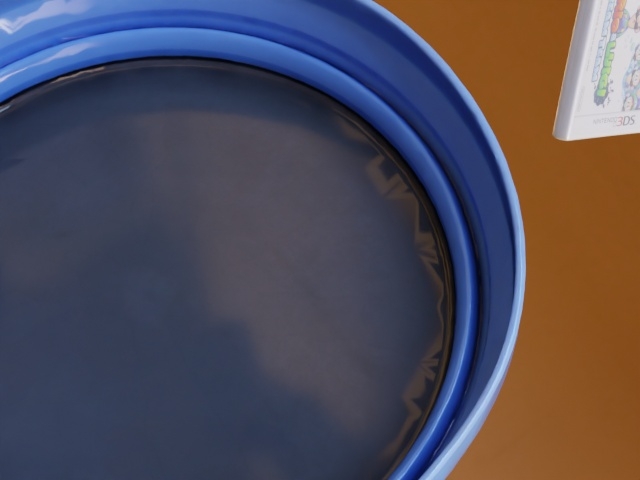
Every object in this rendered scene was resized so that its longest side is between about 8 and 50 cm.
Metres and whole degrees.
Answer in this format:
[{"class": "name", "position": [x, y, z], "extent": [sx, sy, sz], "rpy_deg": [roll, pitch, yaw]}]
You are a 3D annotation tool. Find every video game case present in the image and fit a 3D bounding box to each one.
[{"class": "video game case", "position": [0.250, -0.163, 1.198], "extent": [0.019, 0.143, 0.157], "rpy_deg": [23, -69, 38]}]

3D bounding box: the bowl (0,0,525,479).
[{"class": "bowl", "position": [-0.091, 0.018, 0.767], "extent": [0.391, 0.391, 0.077], "rpy_deg": [49, -18, 24]}]
